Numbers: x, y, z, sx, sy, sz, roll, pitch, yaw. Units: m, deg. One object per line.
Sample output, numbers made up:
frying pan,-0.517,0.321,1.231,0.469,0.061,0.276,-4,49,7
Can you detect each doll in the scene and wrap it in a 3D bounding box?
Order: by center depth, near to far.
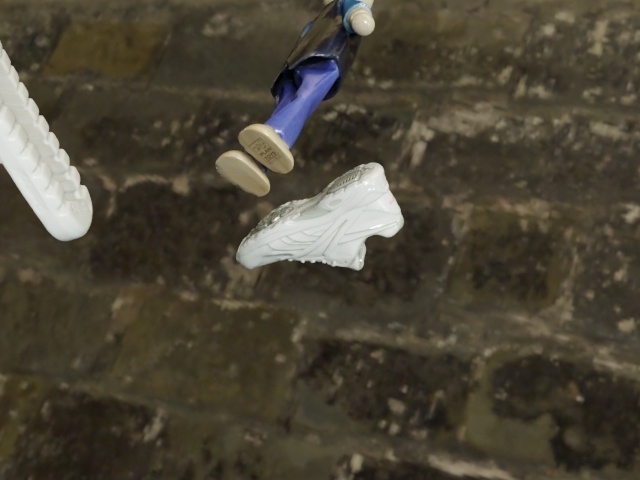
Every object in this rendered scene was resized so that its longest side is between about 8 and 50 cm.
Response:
doll,-0.004,-0.120,0.740,0.046,0.189,0.129,35,145,-12

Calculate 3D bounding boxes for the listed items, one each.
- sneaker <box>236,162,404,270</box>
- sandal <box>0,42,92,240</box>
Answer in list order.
sneaker,0.000,0.000,1.345,0.232,0.090,0.115,-25,107,27
sandal,-0.439,-0.166,1.375,0.102,0.169,0.416,-27,105,10
